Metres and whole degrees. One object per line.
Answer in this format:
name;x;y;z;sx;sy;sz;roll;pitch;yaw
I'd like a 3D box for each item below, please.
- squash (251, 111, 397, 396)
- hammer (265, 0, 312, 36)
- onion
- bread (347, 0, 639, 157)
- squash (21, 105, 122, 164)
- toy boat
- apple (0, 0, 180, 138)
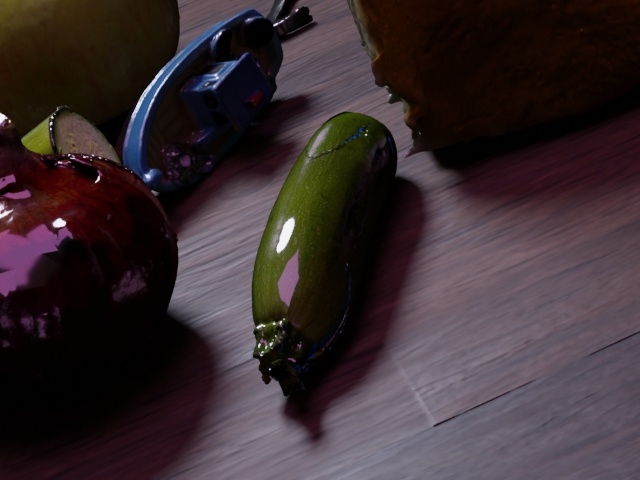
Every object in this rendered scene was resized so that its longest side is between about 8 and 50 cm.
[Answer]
squash;-0.001;0.000;1.491;0.087;0.087;0.331;-9;33;21
hammer;-0.032;-0.256;1.995;0.078;0.021;0.201;-10;32;20
onion;-0.236;0.008;1.497;0.252;0.219;0.252;-9;28;5
bread;0.135;-0.242;1.623;0.250;0.279;0.225;-19;16;4
squash;-0.263;-0.027;1.681;0.188;0.095;0.095;-33;24;24
toy boat;-0.098;-0.115;1.733;0.097;0.100;0.223;-3;39;41
apple;-0.258;-0.211;1.897;0.261;0.194;0.261;-22;24;11
